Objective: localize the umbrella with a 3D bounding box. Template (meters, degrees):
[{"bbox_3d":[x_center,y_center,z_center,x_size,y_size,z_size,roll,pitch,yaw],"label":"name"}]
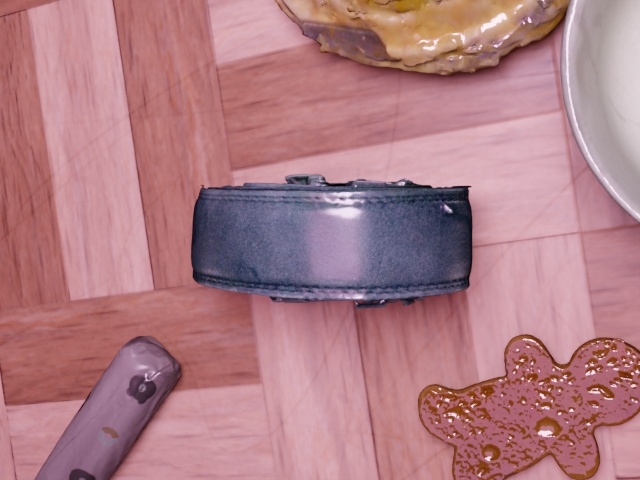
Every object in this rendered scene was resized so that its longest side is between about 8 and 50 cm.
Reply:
[{"bbox_3d":[-0.263,0.246,0.931,0.073,0.067,0.337,43,107,28],"label":"umbrella"}]

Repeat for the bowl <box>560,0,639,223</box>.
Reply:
[{"bbox_3d":[0.340,-0.131,0.633,0.307,0.163,0.306,1,94,20],"label":"bowl"}]

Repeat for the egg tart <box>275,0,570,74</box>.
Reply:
[{"bbox_3d":[0.085,-0.313,0.734,0.352,0.150,0.351,0,89,21],"label":"egg tart"}]

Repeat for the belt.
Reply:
[{"bbox_3d":[0.000,0.000,0.747,0.268,0.206,0.116,2,94,32],"label":"belt"}]

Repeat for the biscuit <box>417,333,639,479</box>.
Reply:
[{"bbox_3d":[0.198,0.153,0.771,0.205,0.031,0.138,-32,82,19],"label":"biscuit"}]
